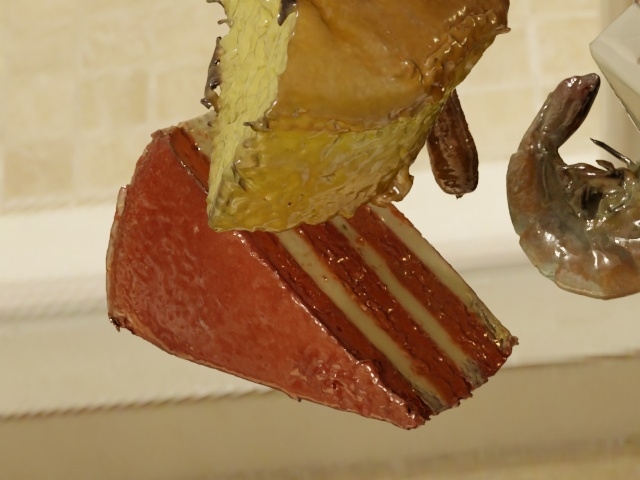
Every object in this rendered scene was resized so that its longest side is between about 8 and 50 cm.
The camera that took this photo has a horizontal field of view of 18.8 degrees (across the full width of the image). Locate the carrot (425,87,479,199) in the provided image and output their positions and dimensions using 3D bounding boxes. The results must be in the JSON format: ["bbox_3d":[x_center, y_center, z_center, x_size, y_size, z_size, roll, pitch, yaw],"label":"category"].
[{"bbox_3d":[0.079,-0.108,1.355,0.035,0.035,0.165,-16,99,-1],"label":"carrot"}]

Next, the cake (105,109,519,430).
[{"bbox_3d":[0.000,0.000,1.280,0.262,0.160,0.158,16,28,33],"label":"cake"}]

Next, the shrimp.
[{"bbox_3d":[0.230,-0.078,1.401,0.143,0.052,0.251,30,83,8],"label":"shrimp"}]

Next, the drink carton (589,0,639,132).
[{"bbox_3d":[0.313,-0.016,1.119,0.132,0.324,0.194,-44,43,1],"label":"drink carton"}]

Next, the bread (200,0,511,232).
[{"bbox_3d":[0.020,-0.119,1.088,0.147,0.160,0.261,15,40,-15],"label":"bread"}]
